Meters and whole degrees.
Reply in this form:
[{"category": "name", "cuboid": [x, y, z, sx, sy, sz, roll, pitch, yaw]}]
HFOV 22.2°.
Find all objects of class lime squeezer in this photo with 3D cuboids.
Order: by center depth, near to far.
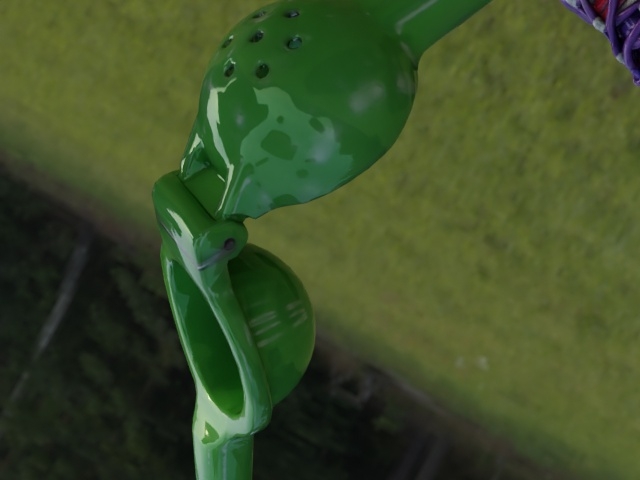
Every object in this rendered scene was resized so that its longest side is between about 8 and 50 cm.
[{"category": "lime squeezer", "cuboid": [0.000, 0.000, 0.440, 0.059, 0.310, 0.110, 35, -160, 33]}]

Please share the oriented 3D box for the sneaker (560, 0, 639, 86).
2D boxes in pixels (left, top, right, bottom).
[{"category": "sneaker", "cuboid": [0.104, -0.088, 0.539, 0.170, 0.071, 0.068, 20, 153, 5]}]
